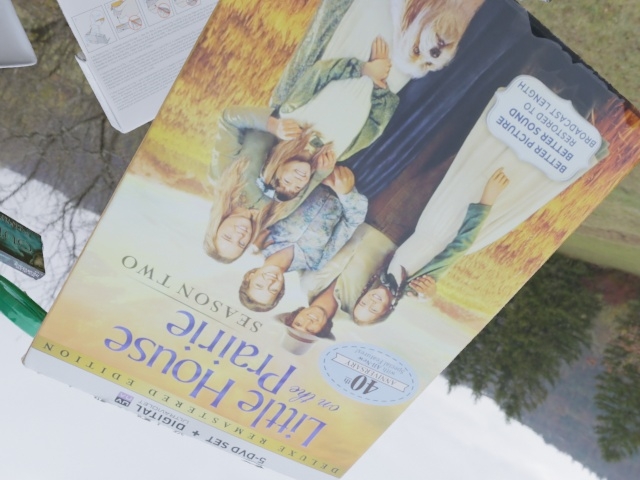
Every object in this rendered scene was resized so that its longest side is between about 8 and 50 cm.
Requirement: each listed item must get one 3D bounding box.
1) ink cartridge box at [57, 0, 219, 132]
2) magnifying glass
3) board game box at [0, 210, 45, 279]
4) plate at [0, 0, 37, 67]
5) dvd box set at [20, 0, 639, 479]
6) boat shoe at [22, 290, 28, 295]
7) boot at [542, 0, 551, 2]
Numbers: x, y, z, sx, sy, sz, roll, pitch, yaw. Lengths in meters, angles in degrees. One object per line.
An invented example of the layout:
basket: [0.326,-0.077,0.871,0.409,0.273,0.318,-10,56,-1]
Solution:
ink cartridge box: [-0.281,-0.372,0.882,0.066,0.296,0.261,33,149,40]
magnifying glass: [-0.314,0.115,0.603,0.092,0.026,0.231,30,158,35]
board game box: [-0.631,-0.009,0.997,0.126,0.026,0.186,57,-176,39]
plate: [-0.745,-0.447,0.971,0.278,0.277,0.045,-26,-173,-39]
dvd box set: [0.000,0.000,0.398,0.307,0.420,0.062,31,-161,-17]
boat shoe: [-0.542,0.091,0.788,0.169,0.059,0.063,-9,174,2]
boot: [0.293,-0.495,0.847,0.161,0.084,0.246,8,157,48]
